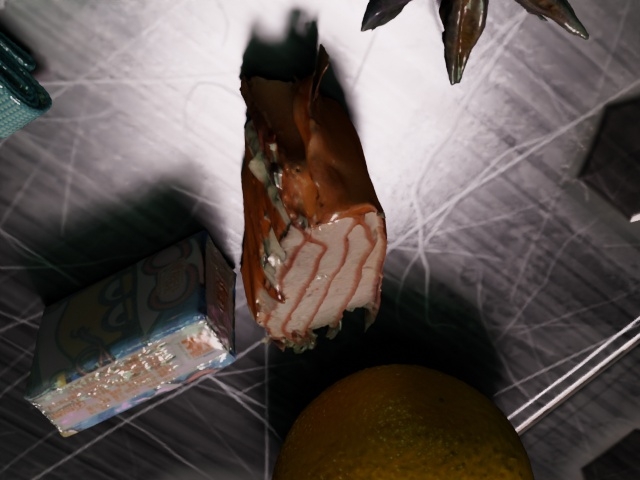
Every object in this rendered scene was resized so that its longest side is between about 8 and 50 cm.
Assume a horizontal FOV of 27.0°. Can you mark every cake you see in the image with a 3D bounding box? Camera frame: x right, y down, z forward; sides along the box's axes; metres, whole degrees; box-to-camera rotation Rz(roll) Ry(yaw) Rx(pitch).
[{"bbox_3d":[-0.006,0.002,0.990,0.098,0.135,0.287,-16,137,-11],"label":"cake"}]

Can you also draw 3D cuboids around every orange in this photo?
[{"bbox_3d":[0.065,0.217,1.087,0.236,0.236,0.236,-3,127,-4],"label":"orange"}]

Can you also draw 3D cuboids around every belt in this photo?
[{"bbox_3d":[-0.250,-0.129,0.872,0.065,0.100,0.179,-30,126,20],"label":"belt"}]

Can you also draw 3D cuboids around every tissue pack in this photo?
[{"bbox_3d":[-0.141,0.072,1.018,0.155,0.115,0.065,-24,122,13],"label":"tissue pack"}]

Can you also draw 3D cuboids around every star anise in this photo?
[{"bbox_3d":[0.102,-0.191,0.880,0.204,0.061,0.181,-23,120,8],"label":"star anise"}]
